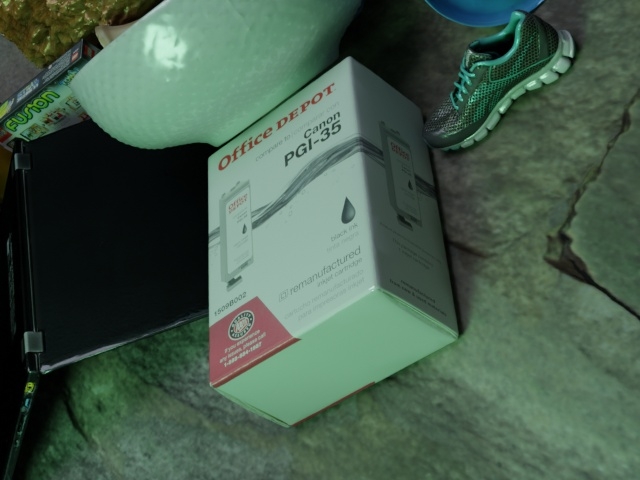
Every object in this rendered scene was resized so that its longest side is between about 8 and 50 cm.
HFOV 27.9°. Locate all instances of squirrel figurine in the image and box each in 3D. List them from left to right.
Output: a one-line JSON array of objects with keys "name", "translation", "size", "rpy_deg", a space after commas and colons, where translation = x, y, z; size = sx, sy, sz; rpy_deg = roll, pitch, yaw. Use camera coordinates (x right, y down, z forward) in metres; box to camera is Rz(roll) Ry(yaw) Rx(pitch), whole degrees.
[{"name": "squirrel figurine", "translation": [-0.375, -0.433, 1.746], "size": [0.370, 0.281, 0.397], "rpy_deg": [-1, 90, 13]}]

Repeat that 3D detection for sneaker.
[{"name": "sneaker", "translation": [0.149, -0.152, 1.188], "size": [0.166, 0.076, 0.065], "rpy_deg": [-41, 40, 21]}]

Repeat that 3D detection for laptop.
[{"name": "laptop", "translation": [-0.250, 0.056, 1.530], "size": [0.382, 0.236, 0.408], "rpy_deg": [-106, 30, -45]}]

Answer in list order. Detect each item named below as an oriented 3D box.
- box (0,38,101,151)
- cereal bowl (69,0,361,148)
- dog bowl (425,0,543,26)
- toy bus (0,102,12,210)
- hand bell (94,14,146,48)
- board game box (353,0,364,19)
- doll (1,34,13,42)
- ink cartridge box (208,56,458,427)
[{"name": "box", "translation": [-0.339, -0.175, 1.711], "size": [0.207, 0.114, 0.036], "rpy_deg": [-30, 45, 30]}, {"name": "cereal bowl", "translation": [-0.083, -0.199, 1.326], "size": [0.339, 0.141, 0.339], "rpy_deg": [-36, 7, 5]}, {"name": "dog bowl", "translation": [0.195, -0.341, 1.211], "size": [0.297, 0.166, 0.074], "rpy_deg": [-48, 27, 12]}, {"name": "toy bus", "translation": [-0.485, -0.102, 1.822], "size": [0.130, 0.108, 0.333], "rpy_deg": [-44, 40, 17]}, {"name": "hand bell", "translation": [-0.149, -0.290, 1.613], "size": [0.242, 0.126, 0.126], "rpy_deg": [-37, 41, 7]}, {"name": "board game box", "translation": [0.021, -0.292, 1.465], "size": [0.133, 0.033, 0.169], "rpy_deg": [-2, 71, 46]}, {"name": "doll", "translation": [-0.435, -0.393, 2.024], "size": [0.129, 0.046, 0.189], "rpy_deg": [24, 83, 51]}, {"name": "ink cartridge box", "translation": [0.000, 0.000, 1.211], "size": [0.207, 0.117, 0.283], "rpy_deg": [-33, 44, 29]}]
